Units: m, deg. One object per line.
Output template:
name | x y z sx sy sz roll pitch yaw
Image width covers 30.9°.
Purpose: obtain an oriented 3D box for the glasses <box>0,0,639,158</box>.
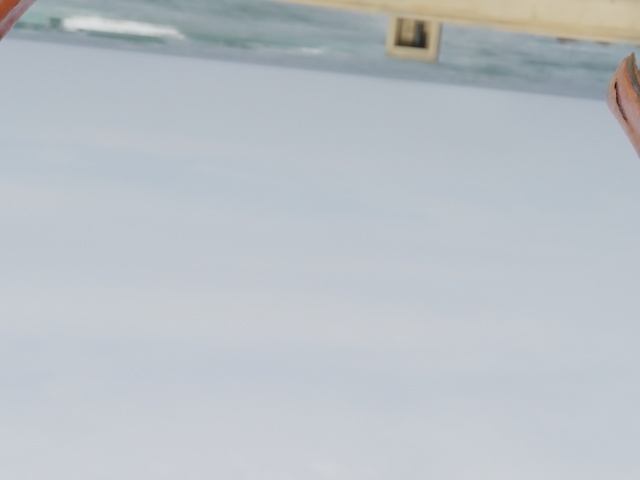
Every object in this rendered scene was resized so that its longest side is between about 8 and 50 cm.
glasses | 0.000 0.000 0.301 0.234 0.268 0.118 21 154 -5
